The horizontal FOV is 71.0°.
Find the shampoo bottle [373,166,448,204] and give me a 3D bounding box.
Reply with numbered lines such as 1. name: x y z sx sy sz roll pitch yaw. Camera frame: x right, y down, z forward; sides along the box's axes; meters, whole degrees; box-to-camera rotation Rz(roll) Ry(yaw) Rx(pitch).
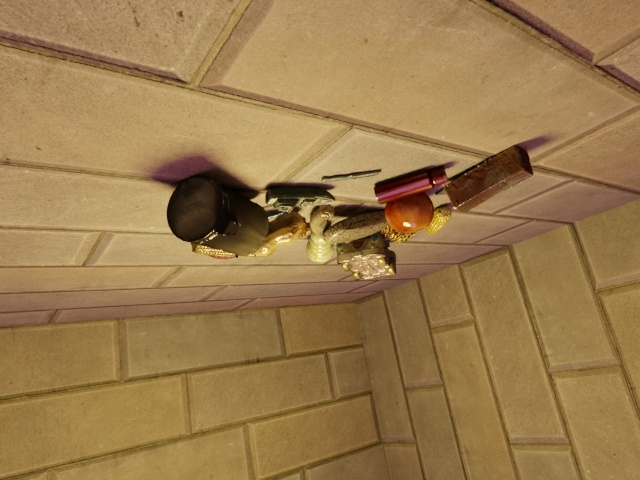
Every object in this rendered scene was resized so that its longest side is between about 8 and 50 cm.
1. shampoo bottle: 0.333 -0.202 1.645 0.261 0.064 0.102 -16 159 16

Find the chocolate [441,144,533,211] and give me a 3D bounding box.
1. chocolate: 0.611 -0.215 1.654 0.112 0.111 0.321 9 151 -42

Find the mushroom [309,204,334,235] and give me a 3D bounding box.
1. mushroom: 0.004 -0.088 1.801 0.092 0.081 0.223 9 160 -1

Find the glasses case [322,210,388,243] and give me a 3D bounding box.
1. glasses case: 0.164 -0.058 1.908 0.355 0.085 0.137 -15 162 -38

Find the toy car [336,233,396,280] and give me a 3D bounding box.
1. toy car: 0.240 0.057 2.259 0.242 0.226 0.336 -11 153 22

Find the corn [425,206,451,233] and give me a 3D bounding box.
1. corn: 0.550 -0.093 2.123 0.081 0.081 0.248 -9 164 -6

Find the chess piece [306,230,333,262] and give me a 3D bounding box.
1. chess piece: 0.000 0.000 2.045 0.133 0.133 0.243 -9 157 -6

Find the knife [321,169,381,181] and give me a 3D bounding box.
1. knife: 0.106 -0.219 1.532 0.211 0.015 0.028 -9 158 -8

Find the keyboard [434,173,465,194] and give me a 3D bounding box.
1. keyboard: 0.534 -0.222 1.796 0.055 0.014 0.176 -5 164 -29

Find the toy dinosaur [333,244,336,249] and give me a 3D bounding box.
1. toy dinosaur: 0.054 0.035 2.315 0.209 0.039 0.082 -24 161 40

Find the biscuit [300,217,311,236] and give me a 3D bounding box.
1. biscuit: -0.127 -0.049 1.929 0.180 0.039 0.236 -10 162 1

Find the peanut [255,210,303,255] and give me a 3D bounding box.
1. peanut: -0.167 -0.023 1.747 0.236 0.110 0.120 -38 126 -3

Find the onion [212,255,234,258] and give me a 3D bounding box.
1. onion: -0.405 0.031 1.908 0.206 0.098 0.151 -8 162 -9

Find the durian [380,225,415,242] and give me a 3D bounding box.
1. durian: 0.358 -0.072 2.090 0.252 0.144 0.139 -36 -172 43

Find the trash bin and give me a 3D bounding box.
1. trash bin: -0.313 -0.065 1.444 0.252 0.202 0.301 26 179 24

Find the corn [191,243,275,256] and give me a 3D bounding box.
1. corn: -0.344 0.004 1.793 0.345 0.131 0.131 1 160 -33

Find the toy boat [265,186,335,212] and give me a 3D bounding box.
1. toy boat: -0.063 -0.140 1.563 0.261 0.085 0.078 -2 161 -28

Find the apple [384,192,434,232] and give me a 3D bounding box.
1. apple: 0.360 -0.107 1.806 0.201 0.162 0.201 -11 162 -4

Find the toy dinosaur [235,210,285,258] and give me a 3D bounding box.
1. toy dinosaur: -0.236 -0.039 1.696 0.188 0.247 0.075 10 -160 -9
